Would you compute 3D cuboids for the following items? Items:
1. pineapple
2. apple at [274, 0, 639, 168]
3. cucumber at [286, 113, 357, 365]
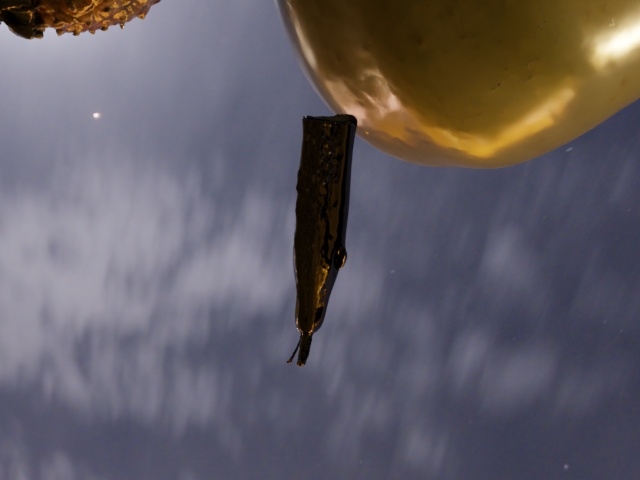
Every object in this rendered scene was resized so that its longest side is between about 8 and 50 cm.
[{"bbox_3d":[-0.227,-0.203,0.692,0.198,0.108,0.108,-23,-87,-4],"label":"pineapple"},{"bbox_3d":[0.125,-0.242,0.710,0.357,0.357,0.357,12,-67,31],"label":"apple"},{"bbox_3d":[0.000,0.000,0.550,0.039,0.043,0.163,11,-71,22],"label":"cucumber"}]
